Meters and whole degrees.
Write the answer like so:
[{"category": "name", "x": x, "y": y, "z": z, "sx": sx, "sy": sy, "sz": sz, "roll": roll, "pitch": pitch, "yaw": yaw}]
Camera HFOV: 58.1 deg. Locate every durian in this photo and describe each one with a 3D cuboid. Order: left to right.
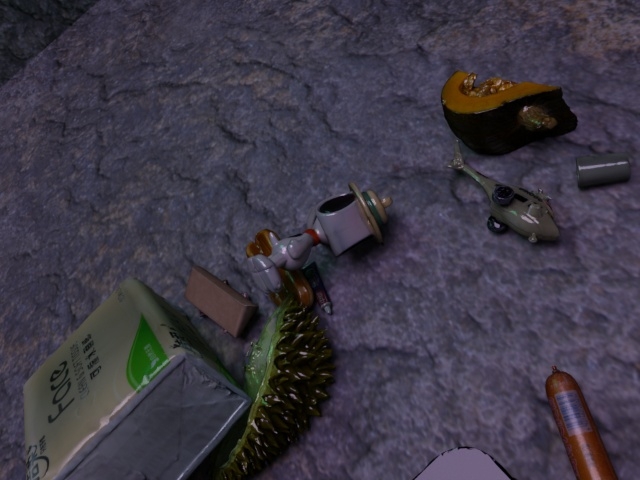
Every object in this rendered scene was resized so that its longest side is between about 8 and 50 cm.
[{"category": "durian", "x": -0.112, "y": 0.282, "z": 1.047, "sx": 0.198, "sy": 0.163, "sz": 0.394, "roll": 22, "pitch": 84, "yaw": 35}]

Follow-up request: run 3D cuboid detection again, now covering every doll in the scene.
[{"category": "doll", "x": 0.005, "y": 0.002, "z": 1.118, "sx": 0.208, "sy": 0.144, "sz": 0.271, "roll": -19, "pitch": 15, "yaw": 45}]

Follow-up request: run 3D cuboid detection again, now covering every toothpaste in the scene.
[{"category": "toothpaste", "x": -0.006, "y": 0.097, "z": 1.180, "sx": 0.037, "sy": 0.021, "sz": 0.140, "roll": -32, "pitch": 50, "yaw": 6}]

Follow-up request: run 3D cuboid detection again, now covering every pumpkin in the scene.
[{"category": "pumpkin", "x": 0.349, "y": -0.235, "z": 1.118, "sx": 0.248, "sy": 0.131, "sz": 0.126, "roll": 20, "pitch": 65, "yaw": 40}]

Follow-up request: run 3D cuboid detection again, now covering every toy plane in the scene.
[{"category": "toy plane", "x": 0.333, "y": -0.091, "z": 1.072, "sx": 0.108, "sy": 0.092, "sz": 0.286, "roll": -32, "pitch": 50, "yaw": -19}]

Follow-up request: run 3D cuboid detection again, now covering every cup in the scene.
[{"category": "cup", "x": 0.502, "y": -0.128, "z": 1.029, "sx": 0.083, "sy": 0.075, "sz": 0.054, "roll": -6, "pitch": 97, "yaw": 21}]

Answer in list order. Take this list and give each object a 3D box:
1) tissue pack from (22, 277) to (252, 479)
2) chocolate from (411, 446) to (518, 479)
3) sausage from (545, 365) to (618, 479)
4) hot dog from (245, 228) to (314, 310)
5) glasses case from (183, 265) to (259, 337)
[{"category": "tissue pack", "x": -0.357, "y": 0.283, "z": 1.055, "sx": 0.332, "sy": 0.205, "sz": 0.405, "roll": -48, "pitch": 29, "yaw": -9}, {"category": "chocolate", "x": 0.192, "y": 0.455, "z": 0.752, "sx": 0.225, "sy": 0.210, "sz": 0.340, "roll": 14, "pitch": 75, "yaw": 29}, {"category": "sausage", "x": 0.391, "y": 0.340, "z": 0.808, "sx": 0.053, "sy": 0.053, "sz": 0.348, "roll": -22, "pitch": 55, "yaw": 16}, {"category": "hot dog", "x": -0.088, "y": 0.063, "z": 1.213, "sx": 0.092, "sy": 0.062, "sz": 0.235, "roll": -44, "pitch": 55, "yaw": 18}, {"category": "glasses case", "x": -0.211, "y": 0.140, "z": 1.244, "sx": 0.193, "sy": 0.070, "sz": 0.102, "roll": 29, "pitch": 106, "yaw": 35}]
